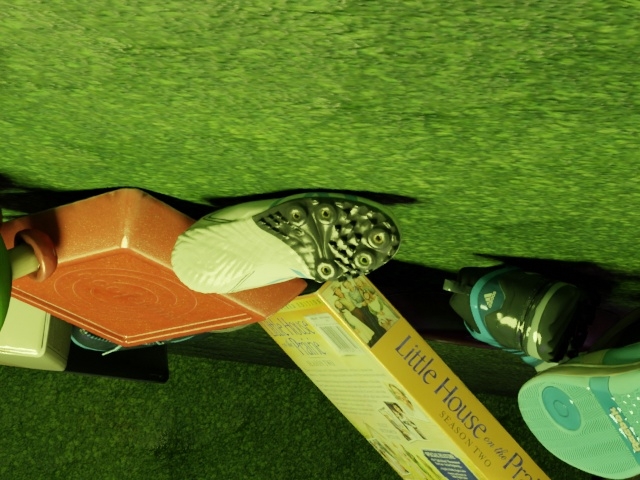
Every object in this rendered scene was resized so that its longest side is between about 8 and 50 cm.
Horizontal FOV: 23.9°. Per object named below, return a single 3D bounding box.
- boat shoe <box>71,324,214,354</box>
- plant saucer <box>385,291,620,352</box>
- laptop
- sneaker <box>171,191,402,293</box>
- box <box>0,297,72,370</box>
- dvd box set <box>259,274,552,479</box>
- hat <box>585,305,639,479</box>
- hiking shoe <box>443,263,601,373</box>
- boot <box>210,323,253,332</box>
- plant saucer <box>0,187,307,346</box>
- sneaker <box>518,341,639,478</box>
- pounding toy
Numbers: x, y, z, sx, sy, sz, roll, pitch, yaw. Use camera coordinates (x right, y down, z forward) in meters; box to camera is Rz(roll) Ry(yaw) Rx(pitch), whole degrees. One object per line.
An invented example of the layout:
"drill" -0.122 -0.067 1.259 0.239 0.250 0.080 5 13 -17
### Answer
"boat shoe" -0.232 0.097 2.113 0.258 0.109 0.089 -9 177 -44
"plant saucer" 0.237 0.112 1.998 0.311 0.050 0.310 6 173 1
"laptop" -0.368 0.141 2.295 0.234 0.136 0.264 9 171 -21
"sneaker" -0.026 -0.004 1.324 0.237 0.085 0.086 -8 -162 37
"box" -0.370 0.075 1.827 0.121 0.148 0.311 7 170 -4
"dvd box set" 0.104 0.200 1.761 0.420 0.062 0.307 47 163 -8
"hat" 0.355 0.152 1.634 0.134 0.331 0.331 40 171 1
"hiking shoe" 0.222 0.074 1.632 0.132 0.113 0.304 23 174 17
"boot" -0.196 0.031 1.616 0.263 0.091 0.229 -3 163 24
"plant saucer" -0.190 0.040 1.495 0.259 0.047 0.258 -14 150 36
"sneaker" 0.352 0.124 1.467 0.208 0.127 0.319 -36 -168 -33
"pounding toy" -0.328 0.013 1.407 0.110 0.183 0.237 -26 177 -35
